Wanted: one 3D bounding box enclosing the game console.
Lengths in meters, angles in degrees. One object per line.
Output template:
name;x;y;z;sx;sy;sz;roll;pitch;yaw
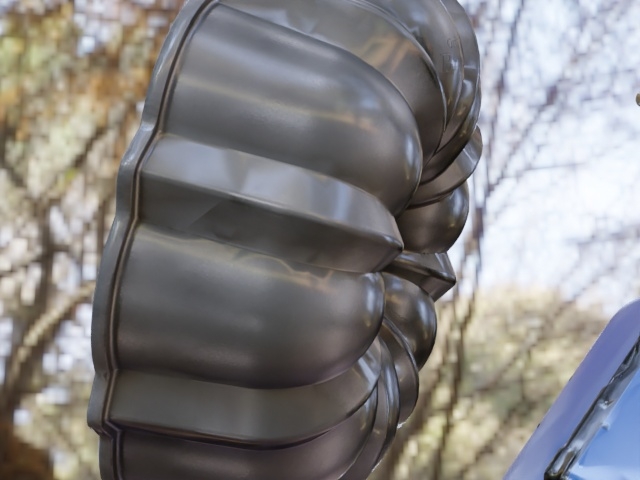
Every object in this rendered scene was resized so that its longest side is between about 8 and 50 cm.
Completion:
game console;0.332;0.178;1.786;0.250;0.293;0.173;26;-27;24

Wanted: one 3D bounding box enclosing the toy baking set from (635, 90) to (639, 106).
toy baking set;0.377;-0.178;1.674;0.030;0.197;0.256;43;-8;-25

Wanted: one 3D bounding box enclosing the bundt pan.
bundt pan;0.000;0.000;0.964;0.124;0.331;0.331;15;-27;13
